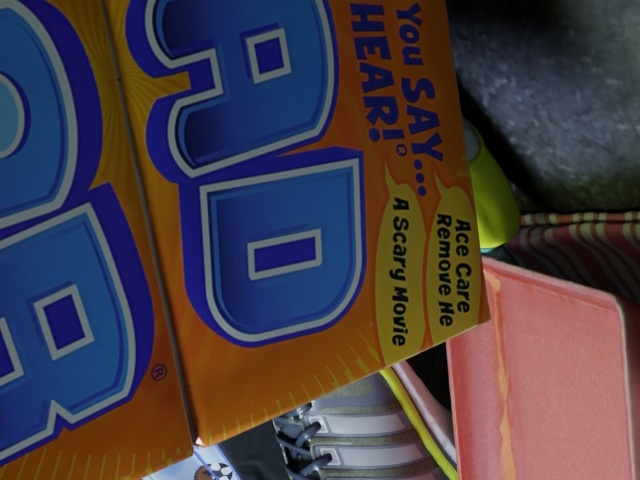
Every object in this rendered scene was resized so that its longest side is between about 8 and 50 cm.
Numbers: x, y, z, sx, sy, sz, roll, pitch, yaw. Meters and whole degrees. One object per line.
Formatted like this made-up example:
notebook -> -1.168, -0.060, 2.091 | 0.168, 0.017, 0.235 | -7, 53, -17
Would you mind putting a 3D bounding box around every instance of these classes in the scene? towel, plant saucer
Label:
towel -> 0.188, 0.045, 0.923 | 0.144, 0.029, 0.197 | 55, 160, -16
plant saucer -> 0.145, 0.138, 0.909 | 0.259, 0.048, 0.258 | -161, 65, -72

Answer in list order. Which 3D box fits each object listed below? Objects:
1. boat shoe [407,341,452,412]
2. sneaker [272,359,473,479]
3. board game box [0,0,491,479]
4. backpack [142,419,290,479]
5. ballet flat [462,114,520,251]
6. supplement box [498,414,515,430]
boat shoe -> 0.002, -0.001, 1.102 | 0.320, 0.118, 0.103 | 45, 157, -13
sneaker -> 0.014, 0.134, 1.038 | 0.300, 0.121, 0.111 | 43, 157, -16
board game box -> -0.181, -0.098, 0.788 | 0.356, 0.356, 0.356 | 18, 123, 55
backpack -> -0.115, 0.100, 1.386 | 0.276, 0.213, 0.263 | 64, 177, -34
ballet flat -> 0.033, -0.084, 0.950 | 0.231, 0.077, 0.077 | 41, 144, 24
supplement box -> 0.165, 0.167, 1.130 | 0.080, 0.078, 0.233 | 38, 158, 26
